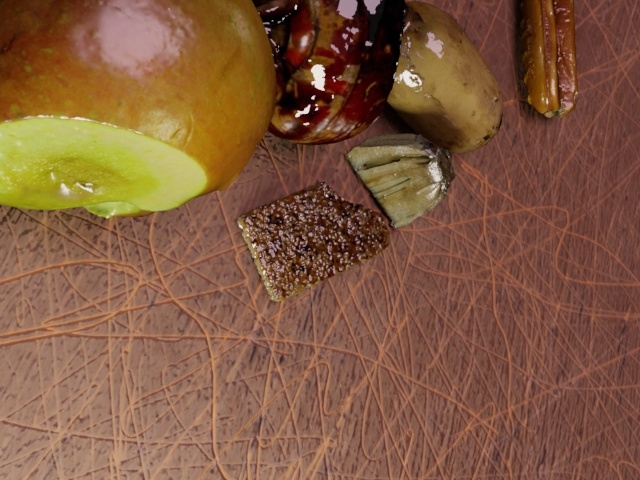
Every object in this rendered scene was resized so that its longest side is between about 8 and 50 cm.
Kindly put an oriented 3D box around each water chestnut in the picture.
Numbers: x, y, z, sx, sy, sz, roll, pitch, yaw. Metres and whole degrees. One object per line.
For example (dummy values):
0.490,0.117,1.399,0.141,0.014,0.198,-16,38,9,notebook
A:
-0.016,-0.269,1.592,0.244,0.289,0.289,3,73,-3,water chestnut

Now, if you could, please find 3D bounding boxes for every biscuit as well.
-0.001,-0.012,1.666,0.236,0.026,0.131,-24,94,-37,biscuit

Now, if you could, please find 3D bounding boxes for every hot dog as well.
0.387,-0.332,2.008,0.115,0.072,0.269,14,68,-32,hot dog

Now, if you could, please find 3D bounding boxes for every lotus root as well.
0.133,-0.100,1.724,0.070,0.144,0.143,-46,115,-43,lotus root
0.165,-0.248,1.774,0.284,0.146,0.160,47,35,-34,lotus root

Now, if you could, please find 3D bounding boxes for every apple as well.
-0.243,-0.177,1.364,0.374,0.374,0.384,42,86,-20,apple
